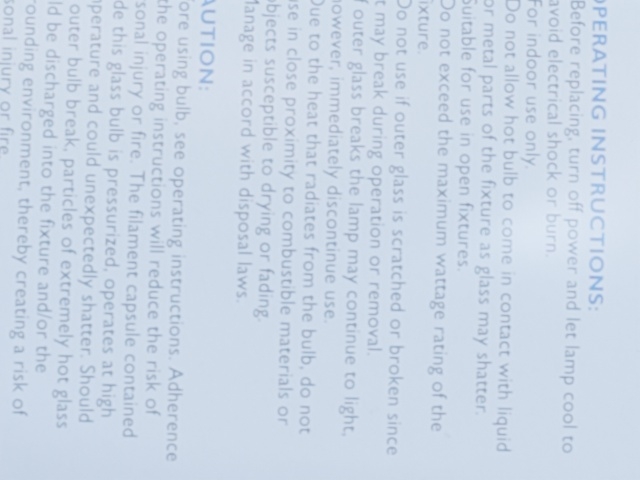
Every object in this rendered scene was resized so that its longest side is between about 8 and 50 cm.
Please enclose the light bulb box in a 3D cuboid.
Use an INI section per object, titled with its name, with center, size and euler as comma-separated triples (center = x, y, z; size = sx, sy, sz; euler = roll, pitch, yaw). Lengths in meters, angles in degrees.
[light bulb box]
center = 0.000, 0.000, 0.808
size = 0.358, 0.361, 0.225
euler = 159, -68, -88
